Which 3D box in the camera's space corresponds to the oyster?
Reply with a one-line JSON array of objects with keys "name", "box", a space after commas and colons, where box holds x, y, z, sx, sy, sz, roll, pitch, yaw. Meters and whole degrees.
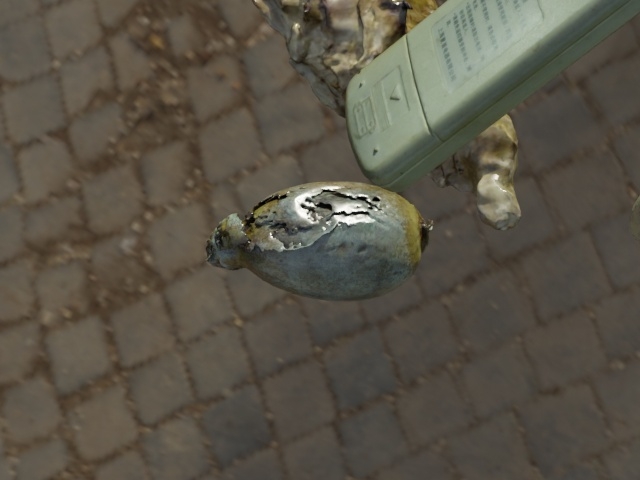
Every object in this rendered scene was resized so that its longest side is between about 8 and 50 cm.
[{"name": "oyster", "box": [0.069, -0.195, 1.638, 0.396, 0.204, 0.111, 48, 126, -7]}]

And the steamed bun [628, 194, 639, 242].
[{"name": "steamed bun", "box": [0.434, -0.067, 1.335, 0.368, 0.342, 0.255, -8, 56, 41]}]

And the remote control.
[{"name": "remote control", "box": [0.108, -0.124, 1.105, 0.233, 0.038, 0.098, -38, 45, 30]}]

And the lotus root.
[{"name": "lotus root", "box": [0.000, 0.000, 1.279, 0.165, 0.088, 0.088, 0, 69, -10]}]
